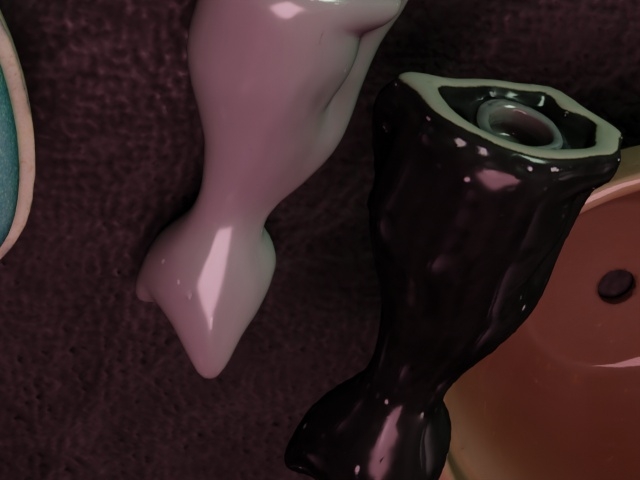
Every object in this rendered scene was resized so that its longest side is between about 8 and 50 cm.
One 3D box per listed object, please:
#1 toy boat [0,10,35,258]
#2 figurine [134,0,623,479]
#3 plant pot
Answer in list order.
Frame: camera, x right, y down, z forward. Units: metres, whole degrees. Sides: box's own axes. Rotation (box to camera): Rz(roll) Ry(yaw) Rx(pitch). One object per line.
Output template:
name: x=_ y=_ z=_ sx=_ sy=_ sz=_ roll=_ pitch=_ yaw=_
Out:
toy boat: x=-0.263 y=-0.090 z=0.574 sx=0.268 sy=0.148 sz=0.318 roll=-10 pitch=120 yaw=-1
figurine: x=0.000 y=0.000 z=0.642 sx=0.092 sy=0.215 sz=0.209 roll=-7 pitch=128 yaw=-42
plant pot: x=0.158 y=0.045 z=0.722 sx=0.237 sy=0.109 sz=0.237 roll=-3 pitch=119 yaw=-6
